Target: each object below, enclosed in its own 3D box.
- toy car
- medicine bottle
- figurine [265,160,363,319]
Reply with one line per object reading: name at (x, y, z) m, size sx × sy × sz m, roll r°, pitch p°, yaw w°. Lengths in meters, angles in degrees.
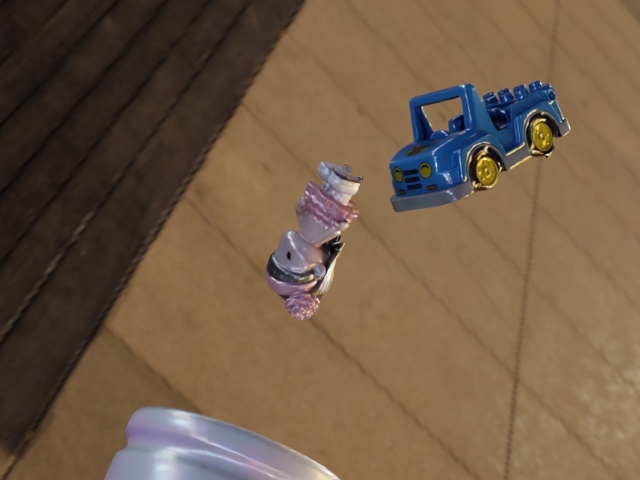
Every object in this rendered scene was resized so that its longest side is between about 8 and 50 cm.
toy car at (0.141, -0.101, 1.214) m, size 0.191 × 0.097 × 0.100 m, roll -32°, pitch 104°, yaw -35°
medicine bottle at (-0.120, 0.316, 1.061) m, size 0.202 × 0.202 × 0.316 m, roll 34°, pitch 68°, yaw -31°
figurine at (0.000, 0.000, 1.092) m, size 0.054 × 0.129 × 0.072 m, roll 16°, pitch 18°, yaw -39°
